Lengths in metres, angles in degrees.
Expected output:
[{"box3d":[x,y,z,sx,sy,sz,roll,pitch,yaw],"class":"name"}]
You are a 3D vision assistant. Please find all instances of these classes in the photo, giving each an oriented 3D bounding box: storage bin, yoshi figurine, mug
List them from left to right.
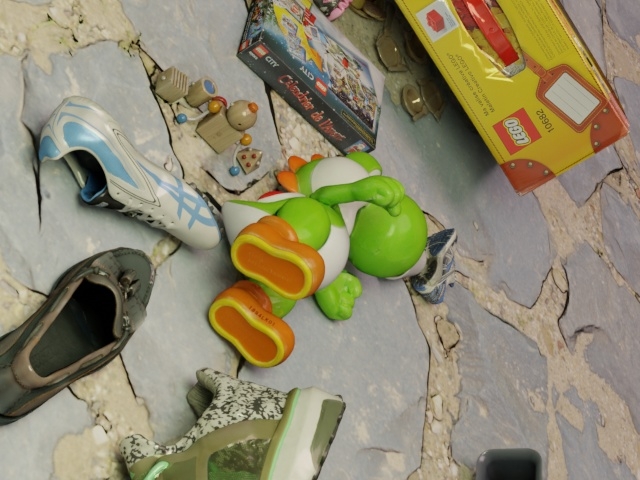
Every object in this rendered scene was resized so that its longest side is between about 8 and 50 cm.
[{"box3d":[0.026,0.008,1.399,0.362,0.203,0.203,-49,124,-56],"class":"yoshi figurine"},{"box3d":[0.110,0.016,1.602,0.064,0.062,0.078,10,67,-59],"class":"mug"},{"box3d":[0.240,0.349,1.531,0.135,0.098,0.091,-79,158,-43],"class":"storage bin"}]

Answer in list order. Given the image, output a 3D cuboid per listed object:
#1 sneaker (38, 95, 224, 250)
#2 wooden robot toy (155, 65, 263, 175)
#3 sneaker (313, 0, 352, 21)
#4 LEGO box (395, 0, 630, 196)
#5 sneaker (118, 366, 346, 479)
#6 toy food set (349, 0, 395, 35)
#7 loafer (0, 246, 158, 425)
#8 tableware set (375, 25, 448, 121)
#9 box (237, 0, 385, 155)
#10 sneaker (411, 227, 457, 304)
[{"box3d":[-0.196,-0.052,1.239,0.237,0.085,0.086,41,68,-35],"class":"sneaker"},{"box3d":[-0.108,-0.153,1.410,0.173,0.079,0.076,45,38,-25],"class":"wooden robot toy"},{"box3d":[0.033,-0.379,1.748,0.057,0.047,0.119,39,73,-7],"class":"sneaker"},{"box3d":[0.258,-0.364,1.849,0.500,0.193,0.372,56,17,-9],"class":"LEGO box"},{"box3d":[-0.120,0.258,1.096,0.182,0.158,0.410,24,32,4],"class":"sneaker"},{"box3d":[0.063,-0.396,1.834,0.192,0.038,0.132,42,39,-28],"class":"toy food set"},{"box3d":[-0.217,0.079,1.104,0.096,0.084,0.267,56,35,-10],"class":"loafer"},{"box3d":[0.145,-0.259,1.856,0.141,0.020,0.169,-31,100,-54],"class":"tableware set"},{"box3d":[-0.007,-0.237,1.630,0.233,0.044,0.159,41,40,-29],"class":"box"},{"box3d":[0.166,0.038,1.678,0.058,0.052,0.135,56,41,-27],"class":"sneaker"}]
